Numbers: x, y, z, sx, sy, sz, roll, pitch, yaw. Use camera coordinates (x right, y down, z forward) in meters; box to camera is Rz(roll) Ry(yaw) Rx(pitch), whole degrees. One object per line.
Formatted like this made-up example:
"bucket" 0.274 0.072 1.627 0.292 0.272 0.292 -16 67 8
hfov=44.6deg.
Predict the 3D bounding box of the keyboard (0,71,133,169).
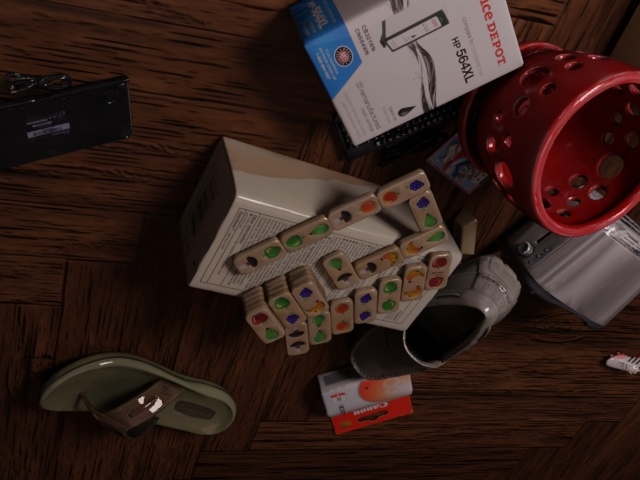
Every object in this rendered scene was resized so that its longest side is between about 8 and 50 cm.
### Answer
"keyboard" -0.282 -0.131 0.796 0.180 0.023 0.108 -20 143 -24

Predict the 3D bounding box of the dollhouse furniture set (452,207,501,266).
"dollhouse furniture set" 0.233 0.010 1.081 0.081 0.091 0.114 -21 133 -19

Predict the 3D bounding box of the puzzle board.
"puzzle board" 0.210 -0.120 0.994 0.128 0.011 0.096 -41 129 21

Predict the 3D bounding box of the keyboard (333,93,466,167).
"keyboard" 0.118 -0.141 0.930 0.192 0.038 0.100 -21 134 4

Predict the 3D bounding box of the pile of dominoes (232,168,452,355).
"pile of dominoes" 0.037 0.046 0.904 0.251 0.040 0.196 -25 133 6

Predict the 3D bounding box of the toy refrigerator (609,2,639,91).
"toy refrigerator" 0.436 -0.290 0.854 0.102 0.094 0.269 -1 132 -25

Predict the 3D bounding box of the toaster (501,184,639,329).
"toaster" 0.379 0.026 1.098 0.227 0.129 0.146 29 116 -33

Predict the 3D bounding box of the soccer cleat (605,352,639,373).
"soccer cleat" 0.545 0.221 1.387 0.083 0.035 0.029 7 129 -23

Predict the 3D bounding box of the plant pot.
"plant pot" 0.263 -0.126 0.876 0.191 0.174 0.191 -15 128 -20

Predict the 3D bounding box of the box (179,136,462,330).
"box" 0.000 0.000 0.963 0.311 0.121 0.148 16 124 -28

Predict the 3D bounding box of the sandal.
"sandal" -0.251 0.240 1.129 0.303 0.086 0.120 19 123 -30

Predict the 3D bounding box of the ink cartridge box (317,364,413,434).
"ink cartridge box" 0.080 0.267 1.285 0.145 0.045 0.179 -16 131 -1

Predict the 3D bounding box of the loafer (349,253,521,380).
"loafer" 0.136 0.125 1.077 0.112 0.111 0.319 45 135 -1

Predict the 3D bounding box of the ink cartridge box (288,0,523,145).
"ink cartridge box" 0.092 -0.215 0.821 0.203 0.086 0.148 -25 133 8
